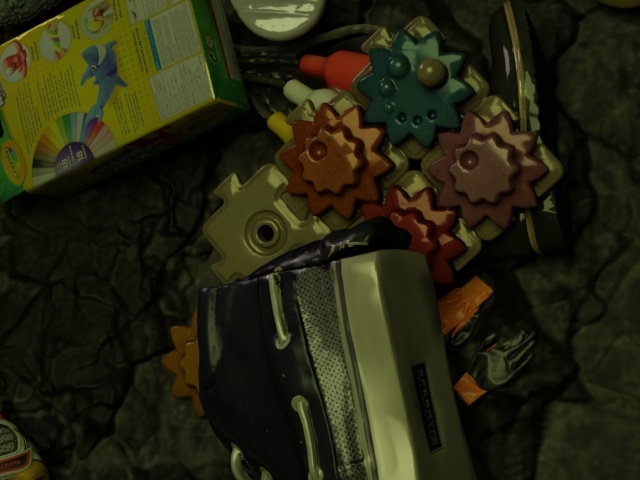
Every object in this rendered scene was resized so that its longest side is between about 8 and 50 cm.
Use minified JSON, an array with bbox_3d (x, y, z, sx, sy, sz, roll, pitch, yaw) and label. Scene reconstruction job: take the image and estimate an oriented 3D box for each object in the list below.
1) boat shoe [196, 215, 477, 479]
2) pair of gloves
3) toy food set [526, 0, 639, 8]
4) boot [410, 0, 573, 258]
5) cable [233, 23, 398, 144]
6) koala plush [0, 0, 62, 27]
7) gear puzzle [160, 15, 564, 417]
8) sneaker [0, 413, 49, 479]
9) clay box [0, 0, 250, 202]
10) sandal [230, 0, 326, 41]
[{"bbox_3d":[0.014,0.164,1.274,0.158,0.127,0.340,-12,81,27],"label":"boat shoe"},{"bbox_3d":[0.112,0.072,1.345,0.074,0.010,0.083,-40,66,0],"label":"pair of gloves"},{"bbox_3d":[0.249,-0.235,1.397,0.192,0.038,0.132,6,73,18],"label":"toy food set"},{"bbox_3d":[0.106,-0.077,1.368,0.137,0.077,0.198,-11,67,18],"label":"boot"},{"bbox_3d":[-0.045,-0.133,1.426,0.287,0.072,0.139,24,88,22],"label":"cable"},{"bbox_3d":[-0.224,-0.329,1.493,0.221,0.196,0.203,-26,55,10],"label":"koala plush"},{"bbox_3d":[0.000,0.000,1.340,0.339,0.044,0.175,-43,79,16],"label":"gear puzzle"},{"bbox_3d":[-0.289,0.232,1.365,0.093,0.088,0.225,32,83,22],"label":"sneaker"},{"bbox_3d":[-0.170,-0.121,1.441,0.222,0.053,0.127,-23,73,28],"label":"clay box"},{"bbox_3d":[-0.050,-0.256,1.470,0.102,0.076,0.265,-16,63,7],"label":"sandal"}]
